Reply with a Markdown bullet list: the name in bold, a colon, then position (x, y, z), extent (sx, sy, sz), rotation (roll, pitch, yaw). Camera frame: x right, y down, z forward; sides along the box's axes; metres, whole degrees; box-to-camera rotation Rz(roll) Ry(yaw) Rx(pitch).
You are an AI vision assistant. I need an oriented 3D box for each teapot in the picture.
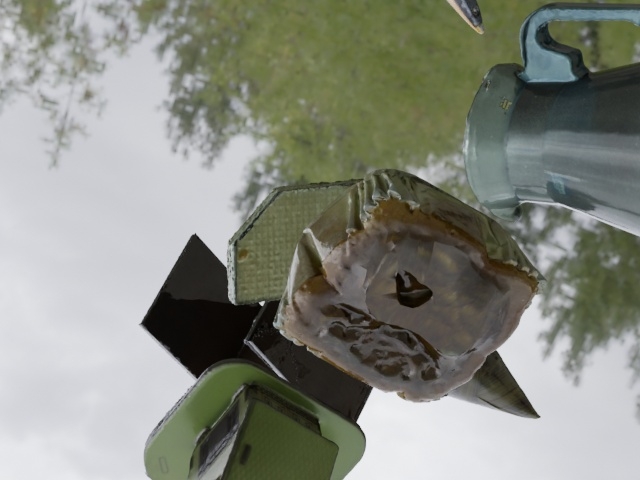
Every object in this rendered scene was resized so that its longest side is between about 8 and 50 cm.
- **teapot**: position (0.246, -0.094, 0.997), extent (0.225, 0.203, 0.171), rotation (8, -154, 33)

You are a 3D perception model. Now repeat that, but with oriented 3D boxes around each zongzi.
- **zongzi**: position (0.156, 0.172, 1.622), extent (0.241, 0.248, 0.111), rotation (45, -109, -3)

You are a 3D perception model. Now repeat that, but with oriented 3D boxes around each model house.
- **model house**: position (-0.071, 0.297, 1.264), extent (0.218, 0.205, 0.278), rotation (32, -158, -17)

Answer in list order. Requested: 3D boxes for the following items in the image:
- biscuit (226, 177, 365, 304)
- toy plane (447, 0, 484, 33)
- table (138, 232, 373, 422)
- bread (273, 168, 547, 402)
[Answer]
- **biscuit**: position (0.000, 0.000, 1.514), extent (0.250, 0.147, 0.046), rotation (-8, -165, -23)
- **toy plane**: position (0.149, -0.431, 1.679), extent (0.204, 0.103, 0.316), rotation (-36, -92, -30)
- **table**: position (-0.079, 0.144, 1.855), extent (0.251, 0.282, 0.196), rotation (4, -125, 42)
- **bread**: position (0.082, 0.046, 1.137), extent (0.210, 0.192, 0.110), rotation (31, -159, -21)
